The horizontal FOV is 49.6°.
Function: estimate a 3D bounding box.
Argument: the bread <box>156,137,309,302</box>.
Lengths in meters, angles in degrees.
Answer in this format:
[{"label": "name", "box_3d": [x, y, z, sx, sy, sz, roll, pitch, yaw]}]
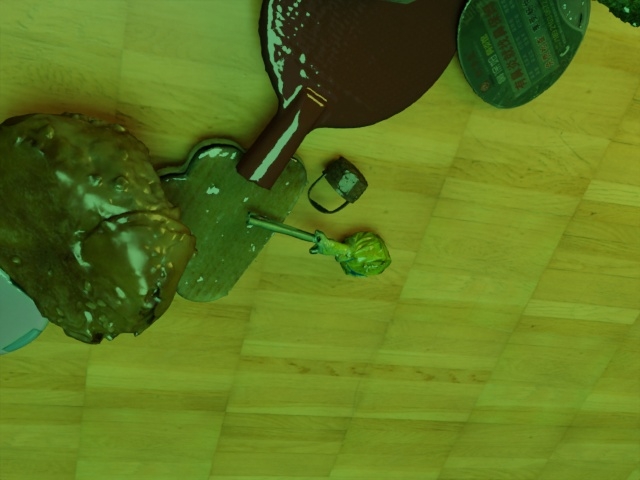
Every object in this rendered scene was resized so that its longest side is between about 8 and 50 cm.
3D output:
[{"label": "bread", "box_3d": [-0.158, -0.042, 1.002, 0.207, 0.056, 0.286, 31, 109, -30]}]

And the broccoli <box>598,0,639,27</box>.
[{"label": "broccoli", "box_3d": [0.397, -0.398, 0.734, 0.413, 0.310, 0.321, 34, 96, 6]}]

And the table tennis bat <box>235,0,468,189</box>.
[{"label": "table tennis bat", "box_3d": [0.030, -0.242, 0.886, 0.268, 0.051, 0.415, 30, 104, -29]}]

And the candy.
[{"label": "candy", "box_3d": [-0.001, 0.003, 1.037, 0.262, 0.073, 0.077, 18, 141, -36]}]

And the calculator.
[{"label": "calculator", "box_3d": [-0.523, 0.058, 0.992, 0.173, 0.051, 0.293, -32, 124, 11]}]

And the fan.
[{"label": "fan", "box_3d": [0.293, -0.314, 0.923, 0.223, 0.012, 0.294, 12, 121, -34]}]

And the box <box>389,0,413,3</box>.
[{"label": "box", "box_3d": [0.066, -0.405, 0.756, 0.135, 0.079, 0.269, 5, 107, -15]}]

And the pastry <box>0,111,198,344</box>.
[{"label": "pastry", "box_3d": [-0.300, -0.025, 0.895, 0.255, 0.162, 0.311, -27, 102, 25]}]

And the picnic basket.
[{"label": "picnic basket", "box_3d": [0.023, -0.074, 1.016, 0.083, 0.072, 0.072, -42, 122, 15]}]
